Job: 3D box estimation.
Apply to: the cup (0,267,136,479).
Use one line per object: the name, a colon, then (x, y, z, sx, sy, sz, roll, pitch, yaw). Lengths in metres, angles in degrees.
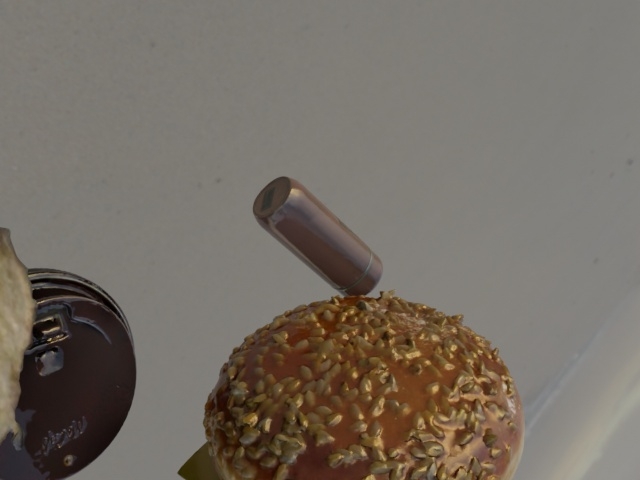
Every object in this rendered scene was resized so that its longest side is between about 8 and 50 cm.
cup: (-0.309, 0.108, 0.807, 0.196, 0.280, 0.196, -11, 104, -46)

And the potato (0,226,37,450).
potato: (-0.376, 0.081, 0.565, 0.237, 0.301, 0.289, -27, 144, 22)

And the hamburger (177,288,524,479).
hamburger: (0.032, 0.181, 0.760, 0.291, 0.291, 0.225, -38, 137, -43)

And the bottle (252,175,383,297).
bottle: (0.000, 0.000, 0.807, 0.140, 0.053, 0.053, 43, 81, -33)
